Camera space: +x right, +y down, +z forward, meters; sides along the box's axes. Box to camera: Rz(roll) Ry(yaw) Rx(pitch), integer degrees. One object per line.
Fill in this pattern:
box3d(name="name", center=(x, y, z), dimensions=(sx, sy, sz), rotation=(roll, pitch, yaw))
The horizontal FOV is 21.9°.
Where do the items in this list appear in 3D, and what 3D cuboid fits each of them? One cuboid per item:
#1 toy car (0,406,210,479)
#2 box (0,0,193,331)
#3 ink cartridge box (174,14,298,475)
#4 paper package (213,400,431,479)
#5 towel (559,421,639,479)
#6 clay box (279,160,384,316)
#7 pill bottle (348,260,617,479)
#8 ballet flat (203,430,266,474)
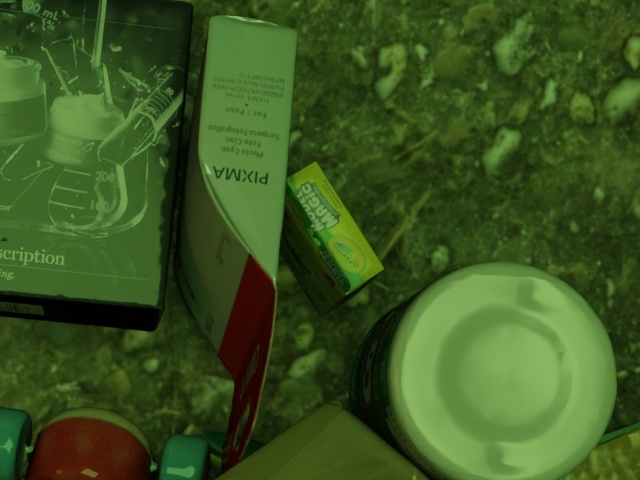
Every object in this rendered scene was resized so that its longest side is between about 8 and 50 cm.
box3d(name="toy car", center=(-0.234, 0.299, 1.552), dimensions=(0.219, 0.210, 0.238), rotation=(9, 36, 3))
box3d(name="box", center=(-0.314, -0.087, 1.662), dimensions=(0.343, 0.179, 0.312), rotation=(5, 79, -7))
box3d(name="ink cartridge box", center=(-0.097, 0.028, 1.570), dimensions=(0.091, 0.308, 0.385), rotation=(9, 68, -6))
box3d(name="paper package", center=(-0.063, 0.352, 1.502), dimensions=(0.325, 0.309, 0.168), rotation=(-33, 61, -26))
box3d(name="towel", center=(0.321, 0.341, 1.745), dimensions=(0.370, 0.040, 0.271), rotation=(-20, 85, -12))
box3d(name="clay box", center=(0.000, 0.000, 1.664), dimensions=(0.053, 0.222, 0.127), rotation=(-32, 87, -12))
box3d(name="pill bottle", center=(0.137, 0.142, 1.587), dimensions=(0.204, 0.361, 0.204), rotation=(1, 80, -7))
box3d(name="ballet flat", center=(-0.021, 0.261, 1.700), dimensions=(0.231, 0.077, 0.077), rotation=(15, 103, -6))
